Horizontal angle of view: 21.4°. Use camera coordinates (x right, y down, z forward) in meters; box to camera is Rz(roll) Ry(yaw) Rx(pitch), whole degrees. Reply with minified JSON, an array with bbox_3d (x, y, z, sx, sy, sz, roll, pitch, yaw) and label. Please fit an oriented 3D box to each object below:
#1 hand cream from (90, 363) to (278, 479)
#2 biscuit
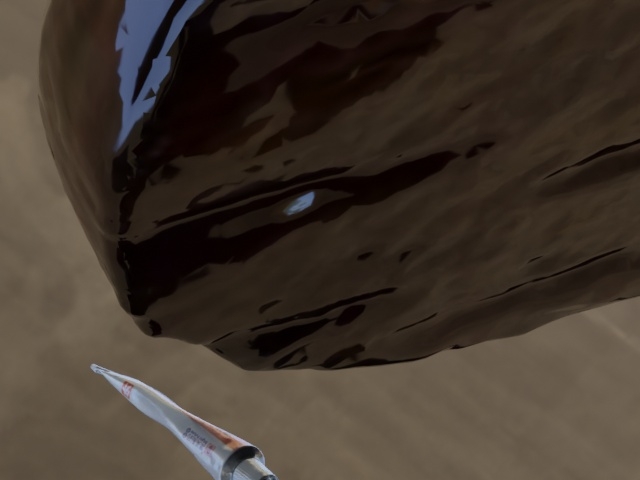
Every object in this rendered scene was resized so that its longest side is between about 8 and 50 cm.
[{"bbox_3d":[-0.096,0.140,1.250,0.038,0.052,0.216,-38,-143,-18],"label":"hand cream"},{"bbox_3d":[0.115,-0.098,0.468,0.407,0.407,0.091,-8,-119,-34],"label":"biscuit"}]
